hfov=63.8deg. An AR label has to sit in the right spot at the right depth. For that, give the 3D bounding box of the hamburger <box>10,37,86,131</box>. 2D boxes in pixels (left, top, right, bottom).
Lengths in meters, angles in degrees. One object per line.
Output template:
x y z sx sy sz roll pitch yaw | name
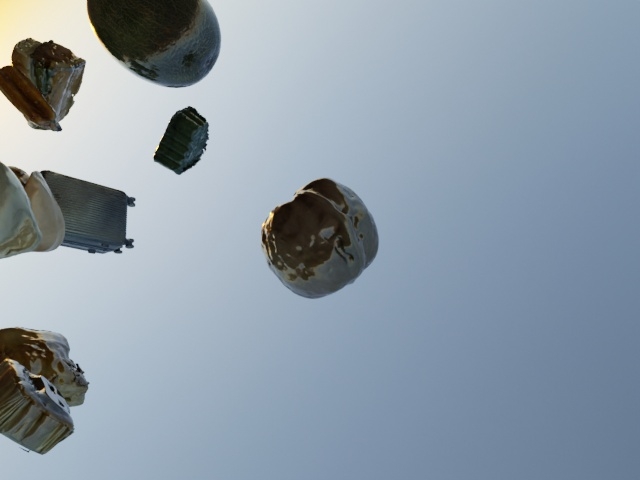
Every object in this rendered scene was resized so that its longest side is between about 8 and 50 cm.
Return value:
-0.645 -0.343 1.169 0.207 0.135 0.155 -55 -170 31 | hamburger

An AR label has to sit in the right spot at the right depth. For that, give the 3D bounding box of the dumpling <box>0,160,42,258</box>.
-0.673 -0.069 1.003 0.179 0.252 0.131 -28 176 -23 | dumpling

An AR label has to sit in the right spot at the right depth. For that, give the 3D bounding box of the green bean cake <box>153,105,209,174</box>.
-0.419 -0.329 1.641 0.208 0.107 0.193 -56 179 33 | green bean cake

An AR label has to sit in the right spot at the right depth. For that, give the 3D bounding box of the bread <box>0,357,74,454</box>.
-0.693 0.390 1.224 0.110 0.192 0.210 -45 -147 -17 | bread

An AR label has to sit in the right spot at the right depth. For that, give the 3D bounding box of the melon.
-0.368 -0.479 1.137 0.237 0.302 0.237 -55 178 -2 | melon

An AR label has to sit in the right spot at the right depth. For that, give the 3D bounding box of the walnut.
0.001 -0.001 1.073 0.248 0.248 0.248 -24 -137 24 | walnut

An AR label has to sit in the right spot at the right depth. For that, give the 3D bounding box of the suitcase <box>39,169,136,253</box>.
-0.709 -0.077 1.524 0.128 0.312 0.202 -19 -114 37 | suitcase

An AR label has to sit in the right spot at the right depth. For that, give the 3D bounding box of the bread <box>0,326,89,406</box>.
-0.884 0.377 1.557 0.324 0.277 0.167 25 -81 40 | bread

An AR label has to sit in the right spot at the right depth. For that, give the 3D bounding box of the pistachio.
-0.706 -0.070 1.247 0.157 0.229 0.157 5 -145 -3 | pistachio

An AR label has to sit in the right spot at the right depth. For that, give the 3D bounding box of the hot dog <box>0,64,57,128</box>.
-0.568 -0.275 0.995 0.062 0.144 0.038 -47 -171 -37 | hot dog
